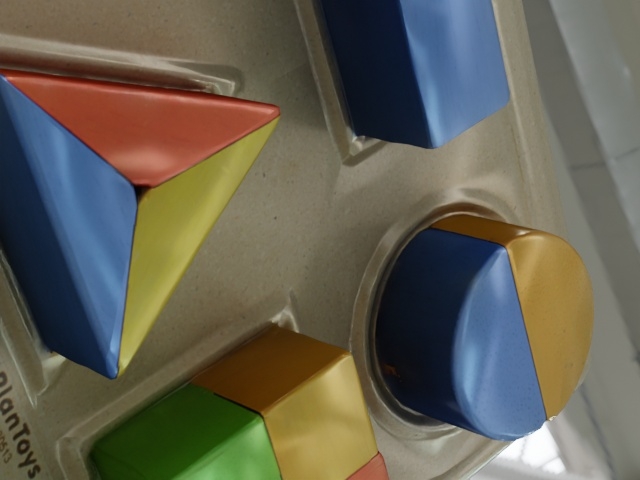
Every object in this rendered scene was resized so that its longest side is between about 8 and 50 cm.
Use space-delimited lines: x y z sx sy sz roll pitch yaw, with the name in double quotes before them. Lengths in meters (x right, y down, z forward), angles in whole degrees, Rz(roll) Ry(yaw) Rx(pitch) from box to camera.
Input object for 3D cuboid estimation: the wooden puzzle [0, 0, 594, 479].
"wooden puzzle" 0.000 0.000 0.523 0.080 0.348 0.322 11 -54 44
